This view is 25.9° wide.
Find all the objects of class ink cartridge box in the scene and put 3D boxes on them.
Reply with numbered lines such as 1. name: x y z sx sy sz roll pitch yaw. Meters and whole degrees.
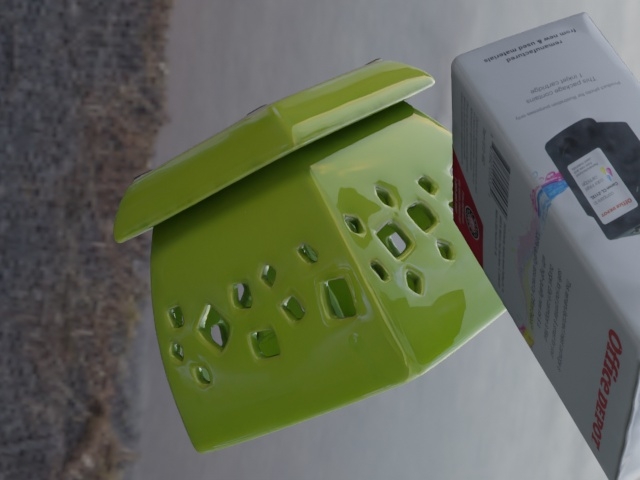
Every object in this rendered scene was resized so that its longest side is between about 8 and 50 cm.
1. ink cartridge box: 0.128 0.005 0.636 0.127 0.072 0.175 83 -17 -54

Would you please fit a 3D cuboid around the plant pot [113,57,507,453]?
1. plant pot: 0.000 0.000 1.030 0.228 0.227 0.207 -29 92 -51
